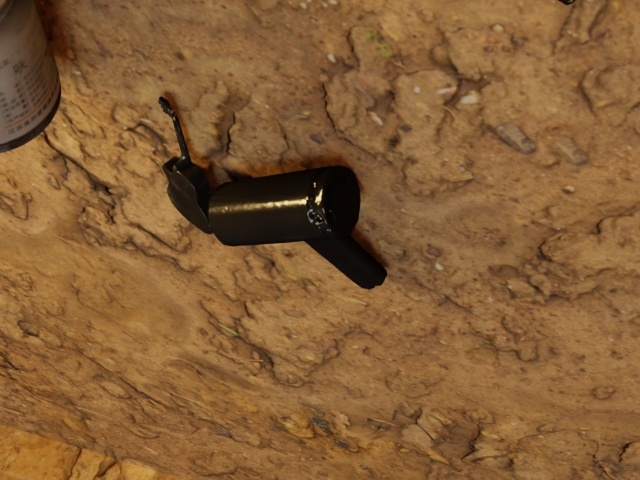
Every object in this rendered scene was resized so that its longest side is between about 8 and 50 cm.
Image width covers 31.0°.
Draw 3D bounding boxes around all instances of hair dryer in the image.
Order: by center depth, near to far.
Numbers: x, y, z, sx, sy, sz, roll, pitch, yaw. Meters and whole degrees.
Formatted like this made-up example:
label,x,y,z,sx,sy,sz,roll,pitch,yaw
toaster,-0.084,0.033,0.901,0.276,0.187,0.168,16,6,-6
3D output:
label,x,y,z,sx,sy,sz,roll,pitch,yaw
hair dryer,0.000,0.000,1.474,0.197,0.089,0.251,-6,148,38

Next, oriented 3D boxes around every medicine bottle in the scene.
label,x,y,z,sx,sy,sz,roll,pitch,yaw
medicine bottle,-0.383,-0.230,1.240,0.165,0.165,0.273,16,150,9

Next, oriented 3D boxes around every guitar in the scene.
label,x,y,z,sx,sy,sz,roll,pitch,yaw
guitar,-0.174,-0.096,1.452,0.088,0.025,0.233,36,155,29

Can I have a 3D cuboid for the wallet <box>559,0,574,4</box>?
label,x,y,z,sx,sy,sz,roll,pitch,yaw
wallet,0.140,-0.286,0.941,0.243,0.039,0.133,28,151,-13
